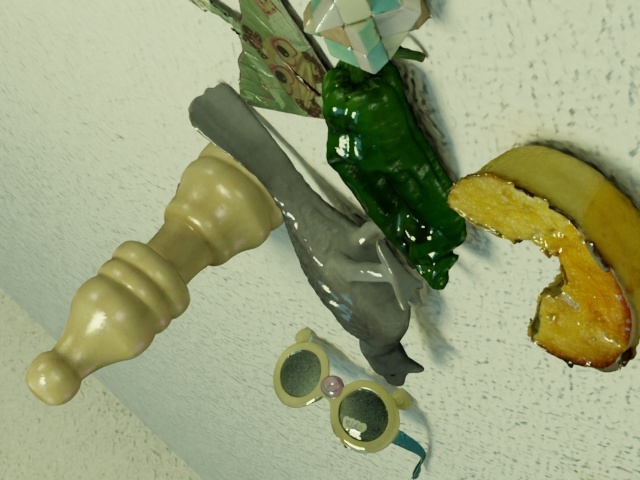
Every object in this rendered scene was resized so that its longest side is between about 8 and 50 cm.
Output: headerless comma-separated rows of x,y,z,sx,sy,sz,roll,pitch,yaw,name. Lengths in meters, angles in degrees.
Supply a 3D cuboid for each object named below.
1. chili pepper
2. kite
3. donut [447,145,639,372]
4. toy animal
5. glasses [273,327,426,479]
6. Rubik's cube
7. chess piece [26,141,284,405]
0.057,-0.059,1.111,0.100,0.074,0.257,24,158,38,chili pepper
-0.064,-0.176,1.188,0.250,0.012,0.229,38,157,17,kite
0.177,0.009,1.000,0.181,0.078,0.146,57,157,-18,donut
0.027,0.015,1.302,0.367,0.081,0.205,56,156,-21,toy animal
0.038,0.229,1.721,0.189,0.088,0.221,30,157,34,glasses
0.026,-0.155,0.955,0.084,0.073,0.075,18,149,56,Rubik's cube
-0.171,0.042,1.408,0.138,0.307,0.124,17,149,54,chess piece
